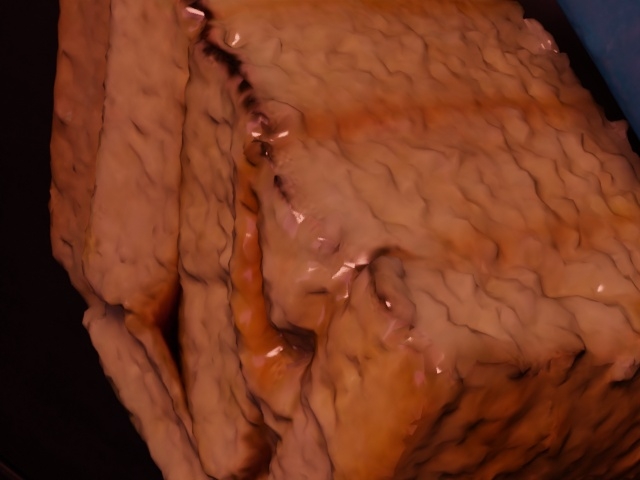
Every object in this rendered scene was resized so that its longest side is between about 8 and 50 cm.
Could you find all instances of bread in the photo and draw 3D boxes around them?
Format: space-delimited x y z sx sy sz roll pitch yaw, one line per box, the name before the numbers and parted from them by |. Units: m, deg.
bread | -0.006 -0.003 0.766 0.395 0.239 0.264 54 136 29

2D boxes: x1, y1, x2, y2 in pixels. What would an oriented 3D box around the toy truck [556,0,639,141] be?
toy truck | 0.233 -0.060 0.655 0.161 0.162 0.385 -36 73 33
